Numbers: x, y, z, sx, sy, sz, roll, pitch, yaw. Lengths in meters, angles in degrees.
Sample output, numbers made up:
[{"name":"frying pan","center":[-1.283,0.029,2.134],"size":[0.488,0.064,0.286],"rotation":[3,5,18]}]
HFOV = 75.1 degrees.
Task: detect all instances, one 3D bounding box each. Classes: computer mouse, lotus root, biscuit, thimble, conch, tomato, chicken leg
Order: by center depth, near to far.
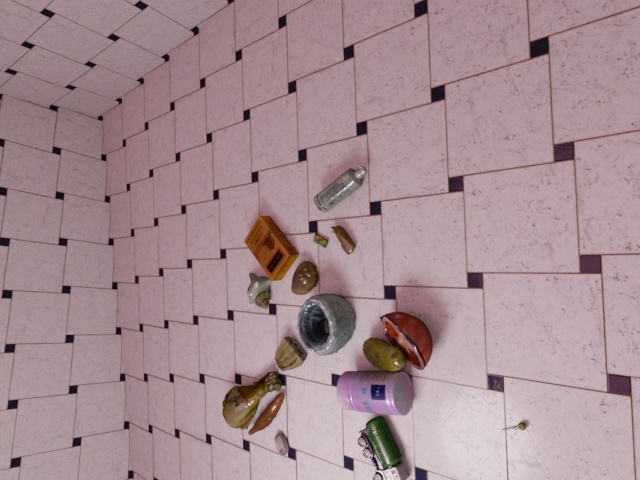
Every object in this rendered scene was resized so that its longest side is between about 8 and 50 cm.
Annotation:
[{"name":"tomato","center":[0.320,0.339,1.475],"size":[0.228,0.112,0.199],"rotation":[51,162,26]},{"name":"thimble","center":[0.022,0.342,1.696],"size":[0.204,0.171,0.251],"rotation":[-4,85,38]},{"name":"biscuit","center":[0.000,0.000,1.817],"size":[0.089,0.016,0.046],"rotation":[31,109,36]},{"name":"lotus root","center":[-0.140,0.523,1.898],"size":[0.144,0.070,0.143],"rotation":[-47,68,25]},{"name":"computer mouse","center":[-0.178,0.951,1.947],"size":[0.066,0.039,0.096],"rotation":[-50,53,28]},{"name":"conch","center":[-0.299,0.235,2.010],"size":[0.137,0.114,0.234],"rotation":[-30,65,22]},{"name":"chicken leg","center":[-0.329,0.764,2.019],"size":[0.429,0.152,0.201],"rotation":[-43,67,22]}]

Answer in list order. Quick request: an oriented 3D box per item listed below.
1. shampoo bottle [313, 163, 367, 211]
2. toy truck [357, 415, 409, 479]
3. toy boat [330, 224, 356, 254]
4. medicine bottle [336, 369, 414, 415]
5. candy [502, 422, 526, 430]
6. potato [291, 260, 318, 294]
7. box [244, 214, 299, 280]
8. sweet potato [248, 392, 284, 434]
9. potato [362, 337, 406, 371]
[{"name":"shampoo bottle","center":[0.088,-0.216,1.700],"size":[0.262,0.085,0.085],"rotation":[-35,68,34]},{"name":"toy truck","center":[0.236,0.794,1.563],"size":[0.125,0.101,0.243],"rotation":[-35,65,22]},{"name":"toy boat","center":[0.090,-0.007,1.719],"size":[0.049,0.047,0.149],"rotation":[-49,61,29]},{"name":"medicine bottle","center":[0.200,0.565,1.556],"size":[0.253,0.152,0.152],"rotation":[-14,81,39]},{"name":"candy","center":[0.604,0.587,1.302],"size":[0.083,0.023,0.025],"rotation":[-36,25,40]},{"name":"potato","center":[-0.079,0.182,1.834],"size":[0.100,0.089,0.172],"rotation":[29,107,34]},{"name":"box","center":[-0.236,0.034,1.977],"size":[0.274,0.076,0.174],"rotation":[51,121,28]},{"name":"sweet potato","center":[-0.244,0.833,1.987],"size":[0.072,0.066,0.314],"rotation":[47,116,22]},{"name":"potato","center":[0.234,0.422,1.535],"size":[0.225,0.090,0.118],"rotation":[-1,117,64]}]
